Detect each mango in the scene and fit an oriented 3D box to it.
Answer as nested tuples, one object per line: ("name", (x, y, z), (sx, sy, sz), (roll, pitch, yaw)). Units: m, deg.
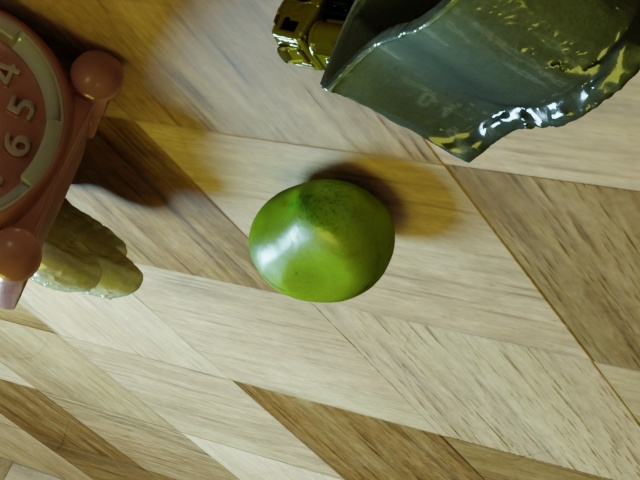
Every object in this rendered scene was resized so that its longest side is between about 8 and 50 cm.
("mango", (0.005, 0.003, 1.371), (0.117, 0.089, 0.163), (33, 159, -19))

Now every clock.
("clock", (-0.314, -0.086, 1.329), (0.241, 0.227, 0.142), (24, 159, -8))

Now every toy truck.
("toy truck", (0.010, -0.138, 1.056), (0.083, 0.054, 0.049), (14, 157, 33))

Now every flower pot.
("flower pot", (0.096, -0.123, 0.913), (0.108, 0.103, 0.229), (30, 160, -14))

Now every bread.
("bread", (-0.307, -0.035, 1.545), (0.316, 0.054, 0.316), (35, -174, -4))
